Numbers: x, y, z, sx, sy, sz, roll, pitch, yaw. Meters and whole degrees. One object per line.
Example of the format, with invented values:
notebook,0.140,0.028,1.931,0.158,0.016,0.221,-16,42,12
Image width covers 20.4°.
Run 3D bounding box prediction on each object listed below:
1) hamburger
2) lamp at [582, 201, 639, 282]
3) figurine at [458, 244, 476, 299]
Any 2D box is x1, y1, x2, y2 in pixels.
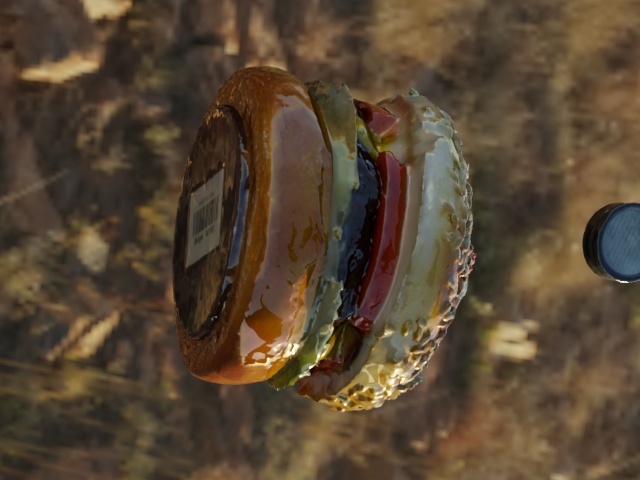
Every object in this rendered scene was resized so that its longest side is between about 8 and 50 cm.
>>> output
hamburger,0.000,0.000,1.746,0.330,0.250,0.330,-173,-90,-72
lamp,0.367,0.031,1.570,0.371,0.108,0.130,3,99,-26
figurine,0.084,0.010,2.019,0.138,0.110,0.245,-52,132,-5
